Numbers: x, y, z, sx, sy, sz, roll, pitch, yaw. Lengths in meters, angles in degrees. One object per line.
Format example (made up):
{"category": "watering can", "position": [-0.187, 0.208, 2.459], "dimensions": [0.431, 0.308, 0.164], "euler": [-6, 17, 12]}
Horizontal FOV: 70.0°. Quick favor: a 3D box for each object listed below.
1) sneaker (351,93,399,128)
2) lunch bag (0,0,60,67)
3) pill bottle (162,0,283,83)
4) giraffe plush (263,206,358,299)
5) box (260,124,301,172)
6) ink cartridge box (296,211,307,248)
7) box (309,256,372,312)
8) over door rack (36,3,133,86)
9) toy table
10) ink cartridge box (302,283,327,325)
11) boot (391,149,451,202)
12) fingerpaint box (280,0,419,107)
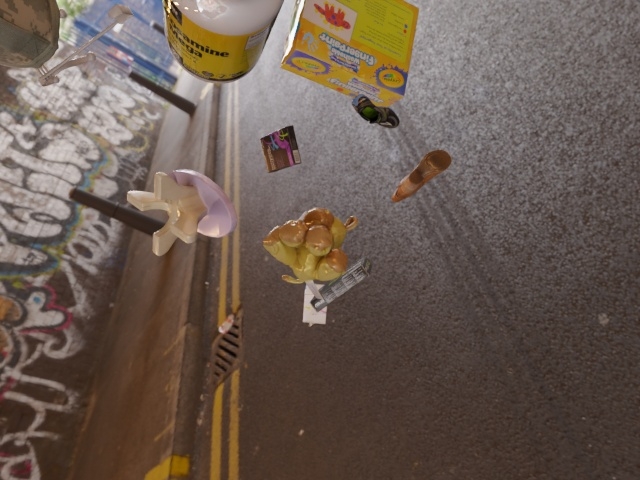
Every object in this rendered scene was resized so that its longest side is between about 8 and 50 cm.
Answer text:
{"category": "sneaker", "position": [0.173, -0.387, 1.427], "dimensions": [0.067, 0.188, 0.078], "euler": [-38, 51, 38]}
{"category": "lunch bag", "position": [-0.402, -0.290, 0.398], "dimensions": [0.169, 0.287, 0.235], "euler": [-40, -11, 8]}
{"category": "pill bottle", "position": [-0.160, -0.398, 0.743], "dimensions": [0.187, 0.188, 0.334], "euler": [-68, 15, -7]}
{"category": "giraffe plush", "position": [0.000, 0.000, 1.016], "dimensions": [0.182, 0.210, 0.170], "euler": [11, 50, 24]}
{"category": "box", "position": [-0.125, -0.279, 1.413], "dimensions": [0.162, 0.029, 0.116], "euler": [-5, 100, 55]}
{"category": "ink cartridge box", "position": [-0.052, -0.004, 2.088], "dimensions": [0.168, 0.171, 0.232], "euler": [-62, 0, 18]}
{"category": "box", "position": [0.066, 0.128, 1.377], "dimensions": [0.191, 0.045, 0.184], "euler": [-36, -2, 12]}
{"category": "over door rack", "position": [-0.588, -0.532, 1.028], "dimensions": [0.324, 0.239, 0.108], "euler": [-23, 20, 27]}
{"category": "toy table", "position": [-0.387, -0.087, 1.268], "dimensions": [0.274, 0.161, 0.252], "euler": [20, 122, 29]}
{"category": "ink cartridge box", "position": [-0.019, 0.252, 1.771], "dimensions": [0.092, 0.090, 0.143], "euler": [-83, -2, -67]}
{"category": "boot", "position": [0.312, -0.202, 1.449], "dimensions": [0.197, 0.073, 0.152], "euler": [-33, -8, -21]}
{"category": "fingerpaint box", "position": [0.112, -0.743, 1.675], "dimensions": [0.163, 0.445, 0.370], "euler": [-8, 70, 64]}
